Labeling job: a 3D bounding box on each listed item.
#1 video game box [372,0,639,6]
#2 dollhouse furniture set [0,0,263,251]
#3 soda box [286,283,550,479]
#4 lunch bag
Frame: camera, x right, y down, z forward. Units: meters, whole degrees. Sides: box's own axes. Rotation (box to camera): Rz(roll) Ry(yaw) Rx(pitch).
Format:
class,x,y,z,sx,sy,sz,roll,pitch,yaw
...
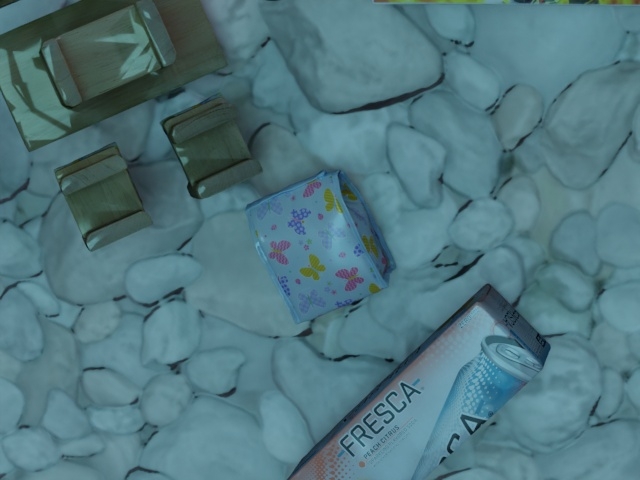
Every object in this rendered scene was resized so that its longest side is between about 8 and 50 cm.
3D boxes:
class,x,y,z,sx,sy,sz,roll,pitch,yaw
video game box,0.124,-0.244,1.208,0.187,0.048,0.205,2,102,13
dollhouse furniture set,-0.186,-0.097,1.279,0.242,0.161,0.212,-24,96,-7
soda box,0.062,0.114,1.288,0.063,0.058,0.183,45,107,0
lunch bag,0.000,0.000,1.281,0.071,0.053,0.083,-25,105,17
